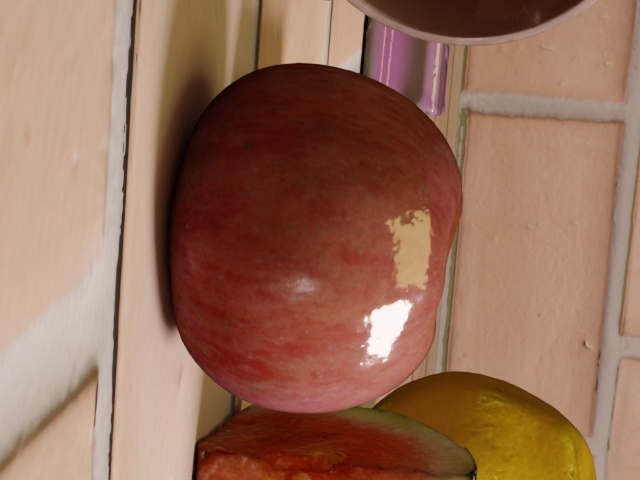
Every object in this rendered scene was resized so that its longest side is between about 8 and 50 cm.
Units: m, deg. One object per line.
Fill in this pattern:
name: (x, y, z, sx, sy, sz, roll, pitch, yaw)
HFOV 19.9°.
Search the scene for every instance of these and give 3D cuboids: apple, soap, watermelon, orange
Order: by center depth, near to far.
apple: (0.000, 0.000, 0.801, 0.153, 0.120, 0.153, 6, 90, -84)
watermelon: (0.010, 0.147, 0.921, 0.137, 0.145, 0.193, 78, 18, -52)
soap: (0.076, -0.204, 1.480, 0.122, 0.065, 0.203, -40, 135, -80)
orange: (0.130, 0.253, 1.611, 0.279, 0.235, 0.279, -2, 90, -82)

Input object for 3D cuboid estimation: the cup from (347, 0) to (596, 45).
cup: (0.071, -0.266, 1.025, 0.253, 0.191, 0.200, 51, 28, -30)
